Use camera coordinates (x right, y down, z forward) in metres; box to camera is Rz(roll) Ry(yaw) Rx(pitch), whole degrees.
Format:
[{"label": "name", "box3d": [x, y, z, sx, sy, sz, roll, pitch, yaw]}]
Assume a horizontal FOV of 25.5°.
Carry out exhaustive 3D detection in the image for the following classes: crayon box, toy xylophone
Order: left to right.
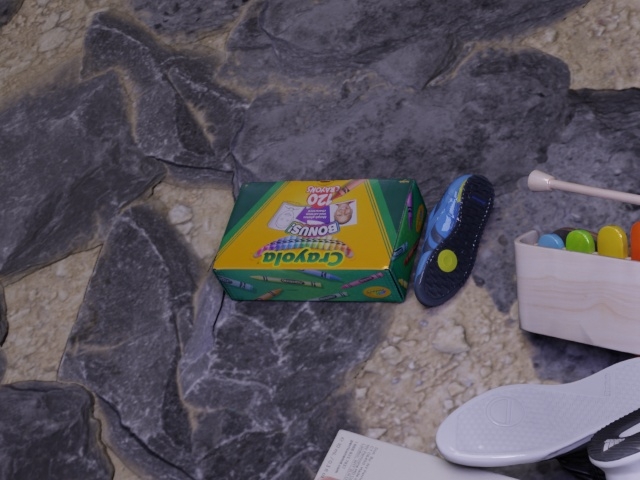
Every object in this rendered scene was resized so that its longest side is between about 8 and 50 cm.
[{"label": "crayon box", "box3d": [0.000, 0.000, 2.041, 0.278, 0.081, 0.165, -1, 52, 24]}, {"label": "toy xylophone", "box3d": [0.353, 0.036, 1.731, 0.081, 0.236, 0.322, -16, 25, -38]}]

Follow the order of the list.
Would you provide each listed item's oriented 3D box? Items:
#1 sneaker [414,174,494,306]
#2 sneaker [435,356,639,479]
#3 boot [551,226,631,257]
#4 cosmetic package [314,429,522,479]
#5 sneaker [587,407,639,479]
[{"label": "sneaker", "box3d": [0.176, 0.003, 1.983, 0.082, 0.069, 0.209, -14, 47, 59]}, {"label": "sneaker", "box3d": [0.272, 0.236, 1.650, 0.296, 0.147, 0.104, -13, 49, -14]}, {"label": "boot", "box3d": [0.429, 0.057, 1.808, 0.115, 0.112, 0.305, -29, 42, -34]}, {"label": "cosmetic package", "box3d": [0.143, 0.339, 1.644, 0.296, 0.153, 0.129, 10, 59, 32]}, {"label": "sneaker", "box3d": [0.505, 0.262, 1.568, 0.447, 0.257, 0.169, -21, 2, -29]}]
